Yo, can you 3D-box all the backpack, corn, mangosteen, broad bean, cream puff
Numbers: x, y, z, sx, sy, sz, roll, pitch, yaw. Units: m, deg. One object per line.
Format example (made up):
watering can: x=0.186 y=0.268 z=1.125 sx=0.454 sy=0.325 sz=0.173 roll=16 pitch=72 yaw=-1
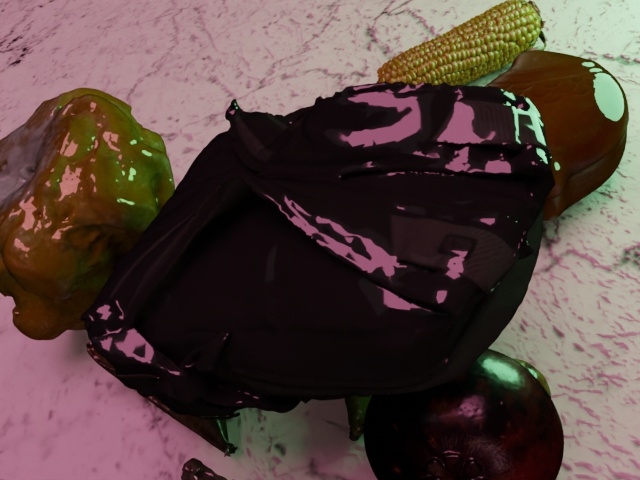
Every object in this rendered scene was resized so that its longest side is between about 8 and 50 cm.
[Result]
backpack: x=0.000 y=0.000 z=0.620 sx=0.446 sy=0.254 sz=0.363 roll=-7 pitch=43 yaw=38
corn: x=0.224 y=-0.298 z=1.089 sx=0.293 sy=0.106 sz=0.106 roll=-26 pitch=44 yaw=1
mangosteen: x=0.136 y=0.171 z=0.637 sx=0.200 sy=0.199 sz=0.199 roll=-11 pitch=45 yaw=12
broad bean: x=0.040 y=0.114 z=0.801 sx=0.052 sy=0.052 sz=0.256 roll=-48 pitch=34 yaw=36
cream puff: x=-0.303 y=-0.039 z=0.918 sx=0.275 sy=0.270 sz=0.323 roll=-26 pitch=49 yaw=24

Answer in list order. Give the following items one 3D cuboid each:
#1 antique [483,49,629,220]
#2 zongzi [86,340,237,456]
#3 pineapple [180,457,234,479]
antique: x=0.283 y=-0.135 z=0.881 sx=0.224 sy=0.129 sz=0.278 roll=2 pitch=50 yaw=23
zongzi: x=-0.143 y=0.107 z=0.815 sx=0.242 sy=0.112 sz=0.220 roll=25 pitch=81 yaw=33
pineapple: x=0.012 y=0.283 z=0.567 sx=0.361 sy=0.175 sz=0.175 roll=18 pitch=57 yaw=33
